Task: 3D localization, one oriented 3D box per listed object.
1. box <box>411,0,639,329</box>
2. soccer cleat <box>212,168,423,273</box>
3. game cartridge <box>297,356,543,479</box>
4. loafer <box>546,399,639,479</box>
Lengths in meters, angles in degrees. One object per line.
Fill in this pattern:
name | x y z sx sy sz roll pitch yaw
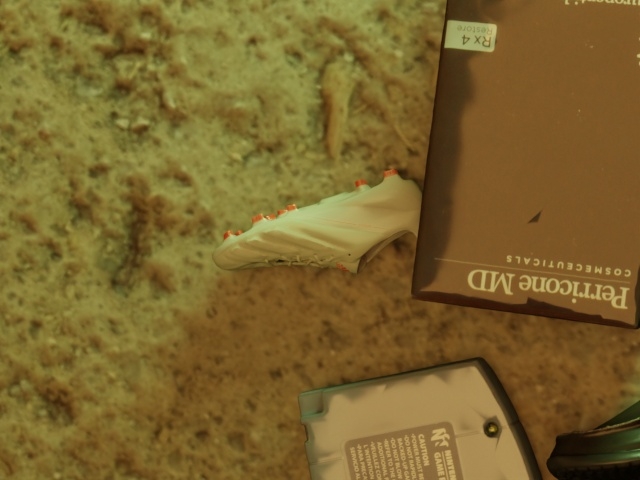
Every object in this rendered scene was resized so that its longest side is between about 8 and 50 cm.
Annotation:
box | 0.196 -0.127 1.438 0.191 0.143 0.381 6 93 15
soccer cleat | 0.000 0.000 1.527 0.196 0.068 0.076 -19 87 11
game cartridge | 0.102 0.257 1.502 0.196 0.060 0.294 -12 86 18
loafer | 0.293 0.154 1.447 0.220 0.080 0.078 -11 63 5
